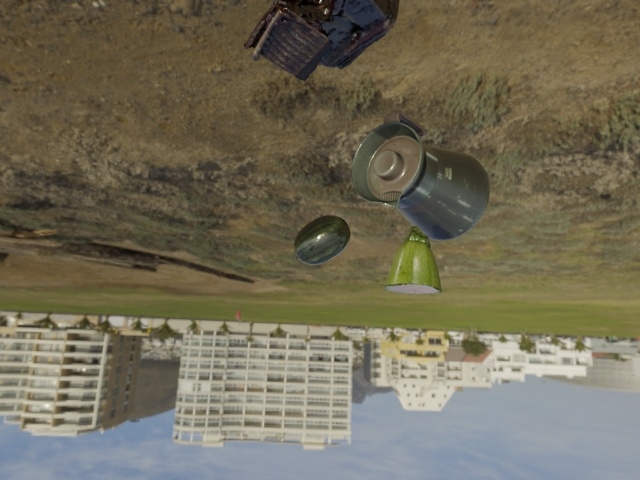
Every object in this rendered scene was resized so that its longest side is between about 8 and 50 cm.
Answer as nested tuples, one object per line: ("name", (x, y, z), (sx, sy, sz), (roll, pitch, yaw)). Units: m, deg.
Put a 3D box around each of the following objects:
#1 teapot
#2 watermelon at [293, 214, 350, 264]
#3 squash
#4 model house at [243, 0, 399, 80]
("teapot", (0.262, -0.171, 1.115), (0.253, 0.301, 0.343), (-20, 156, 38))
("watermelon", (0.000, 0.000, 0.752), (0.110, 0.078, 0.078), (-30, 161, 7))
("squash", (0.176, 0.029, 0.793), (0.105, 0.132, 0.105), (7, 166, 2))
("model house", (0.001, -0.315, 0.575), (0.203, 0.141, 0.164), (-32, 161, 34))
